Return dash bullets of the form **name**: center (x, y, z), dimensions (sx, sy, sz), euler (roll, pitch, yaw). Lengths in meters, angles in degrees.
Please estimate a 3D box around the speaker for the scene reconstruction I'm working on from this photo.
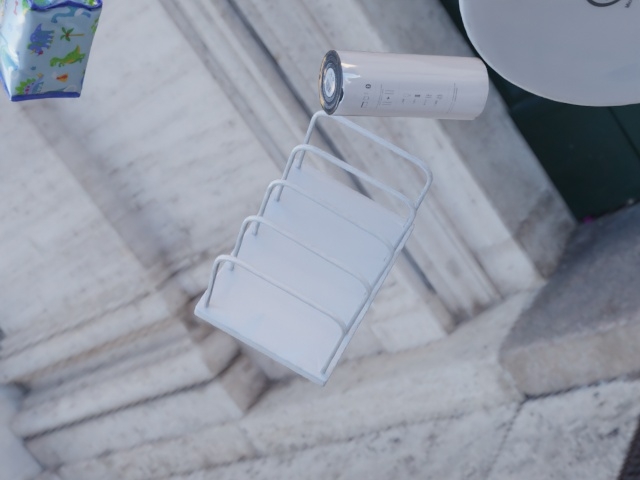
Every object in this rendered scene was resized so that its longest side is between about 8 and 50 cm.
- **speaker**: center (0.071, -0.130, 0.934), dimensions (0.136, 0.055, 0.055), euler (-1, 2, -20)

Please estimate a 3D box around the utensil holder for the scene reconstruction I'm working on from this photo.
- **utensil holder**: center (0.279, -0.375, 1.109), dimensions (0.328, 0.328, 0.385), euler (-27, 43, 33)

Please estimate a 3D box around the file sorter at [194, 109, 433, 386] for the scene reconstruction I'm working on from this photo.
- **file sorter**: center (0.000, 0.000, 1.420), dimensions (0.277, 0.193, 0.173), euler (-58, -4, -31)

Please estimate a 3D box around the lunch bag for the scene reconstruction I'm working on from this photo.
- **lunch bag**: center (-0.293, -0.237, 1.125), dimensions (0.096, 0.151, 0.129), euler (-7, -37, -33)
